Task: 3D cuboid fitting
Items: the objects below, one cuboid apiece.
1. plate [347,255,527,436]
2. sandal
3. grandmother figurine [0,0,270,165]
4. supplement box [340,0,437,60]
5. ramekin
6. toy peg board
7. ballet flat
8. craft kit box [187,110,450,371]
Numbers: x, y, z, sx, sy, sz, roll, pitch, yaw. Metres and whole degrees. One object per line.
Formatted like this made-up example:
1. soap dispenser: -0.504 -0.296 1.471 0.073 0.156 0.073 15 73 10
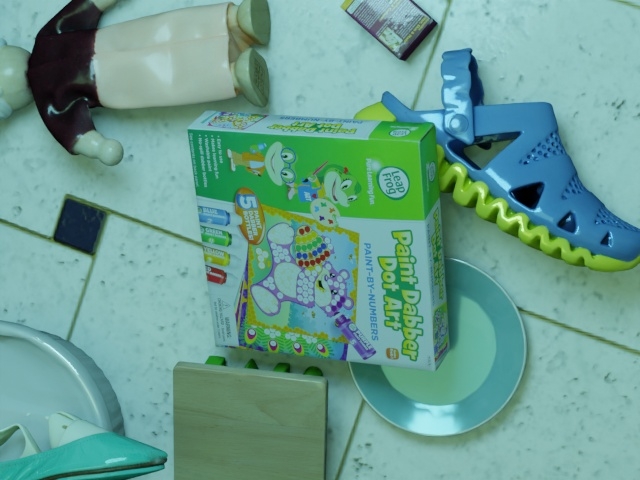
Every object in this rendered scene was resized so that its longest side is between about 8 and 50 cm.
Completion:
1. plate: 0.120 0.109 1.659 0.188 0.024 0.188 1 93 12
2. sandal: 0.192 -0.081 1.586 0.317 0.126 0.138 33 95 6
3. grandmother figurine: -0.226 -0.176 1.680 0.342 0.104 0.208 -3 66 15
4. supplement box: 0.070 -0.230 1.637 0.083 0.043 0.055 43 100 7
5. ramekin: -0.332 0.213 1.706 0.273 0.127 0.273 1 94 12
6. toy peg board: -0.066 0.198 1.687 0.161 0.079 0.160 5 110 12
7. ballet flat: -0.276 0.217 1.591 0.247 0.083 0.087 -17 76 10
8. craft kit box: 0.000 0.000 1.599 0.247 0.061 0.250 3 116 20
